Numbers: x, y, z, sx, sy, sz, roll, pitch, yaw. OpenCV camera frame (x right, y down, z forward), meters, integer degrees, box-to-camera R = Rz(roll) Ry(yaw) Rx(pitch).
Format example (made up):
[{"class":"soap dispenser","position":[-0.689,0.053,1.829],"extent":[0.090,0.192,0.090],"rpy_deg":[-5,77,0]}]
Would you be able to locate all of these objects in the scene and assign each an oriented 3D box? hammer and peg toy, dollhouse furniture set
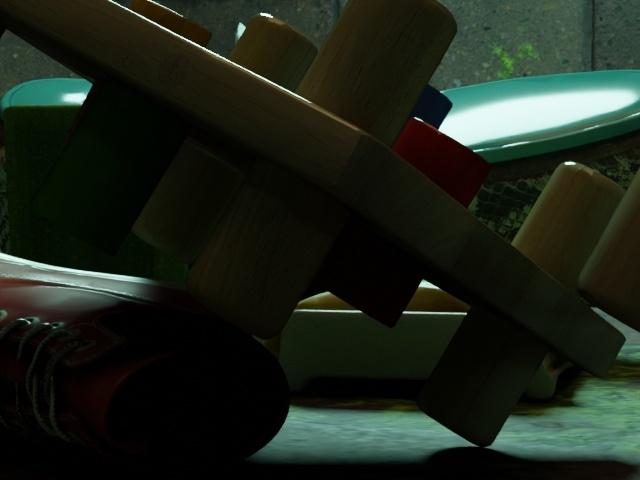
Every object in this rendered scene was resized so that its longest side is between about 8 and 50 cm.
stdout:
[{"class":"hammer and peg toy","position":[0.019,-0.011,0.650],"extent":[0.361,0.127,0.266],"rpy_deg":[30,-2,33]},{"class":"dollhouse furniture set","position":[0.000,0.000,0.953],"extent":[0.301,0.151,0.197],"rpy_deg":[1,2,14]}]

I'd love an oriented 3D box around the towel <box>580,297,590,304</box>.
[{"class":"towel","position":[0.203,0.045,1.522],"extent":[0.152,0.023,0.113],"rpy_deg":[-1,-1,37]}]

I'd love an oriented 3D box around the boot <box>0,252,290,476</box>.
[{"class":"boot","position":[-0.139,0.047,0.672],"extent":[0.244,0.088,0.176],"rpy_deg":[3,3,-9]}]

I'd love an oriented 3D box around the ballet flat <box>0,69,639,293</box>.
[{"class":"ballet flat","position":[0.009,-0.020,1.133],"extent":[0.483,0.182,0.164],"rpy_deg":[-1,24,9]}]

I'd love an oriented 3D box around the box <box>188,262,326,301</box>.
[{"class":"box","position":[-0.049,-0.009,1.322],"extent":[0.307,0.076,0.242],"rpy_deg":[0,-16,4]}]

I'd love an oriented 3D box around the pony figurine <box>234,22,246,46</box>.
[{"class":"pony figurine","position":[-0.048,-0.074,1.936],"extent":[0.363,0.302,0.351],"rpy_deg":[15,9,-8]}]
